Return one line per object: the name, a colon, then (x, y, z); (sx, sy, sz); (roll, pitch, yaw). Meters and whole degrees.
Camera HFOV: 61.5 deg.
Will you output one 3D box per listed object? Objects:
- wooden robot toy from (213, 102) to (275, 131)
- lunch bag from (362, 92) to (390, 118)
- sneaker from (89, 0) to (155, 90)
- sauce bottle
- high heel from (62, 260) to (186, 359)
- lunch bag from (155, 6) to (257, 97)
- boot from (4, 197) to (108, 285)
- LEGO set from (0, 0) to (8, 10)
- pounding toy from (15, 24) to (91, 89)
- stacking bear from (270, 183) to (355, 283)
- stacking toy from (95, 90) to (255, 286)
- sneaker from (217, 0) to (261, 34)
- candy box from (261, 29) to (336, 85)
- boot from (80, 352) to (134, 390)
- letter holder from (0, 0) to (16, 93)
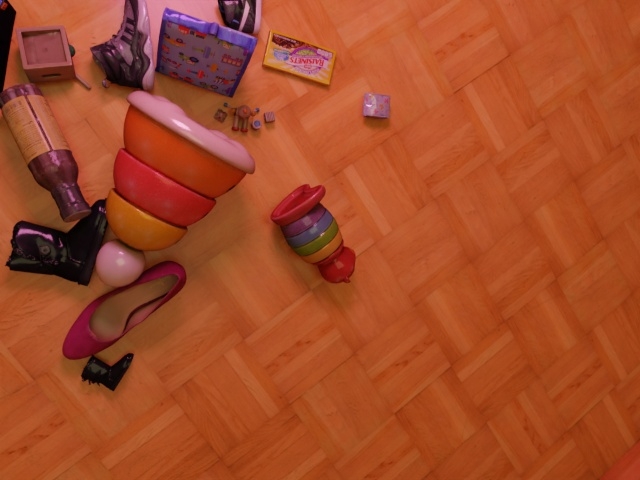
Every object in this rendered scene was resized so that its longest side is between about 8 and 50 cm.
wooden robot toy: (-0.208, -0.347, 1.511); (0.173, 0.079, 0.076); (5, 91, -17)
lunch bag: (0.166, -0.410, 1.640); (0.083, 0.053, 0.071); (0, 95, -27)
sneaker: (-0.518, -0.524, 1.392); (0.153, 0.101, 0.268); (-7, 97, -20)
sauce bottle: (-0.672, -0.210, 1.324); (0.111, 0.111, 0.344); (-25, 86, -15)
high heel: (-0.513, 0.181, 1.388); (0.377, 0.181, 0.127); (-44, 104, -11)
lunch bag: (-0.293, -0.488, 1.365); (0.221, 0.293, 0.138); (15, 88, -18)
boot: (-0.666, -0.017, 1.375); (0.207, 0.094, 0.246); (18, 93, -21)
LEGO set: (-0.818, -0.510, 1.183); (0.244, 0.060, 0.182); (-26, 98, 0)
pounding toy: (-0.672, -0.456, 1.363); (0.141, 0.100, 0.130); (-12, 82, -19)
stacking bear: (0.000, 0.000, 1.560); (0.164, 0.175, 0.289); (-41, 111, -14)
stacking toy: (-0.418, -0.096, 1.358); (0.351, 0.350, 0.480); (30, 95, -17)
sneaker: (-0.224, -0.690, 1.488); (0.121, 0.079, 0.216); (0, 94, -19)
candy box: (-0.061, -0.533, 1.575); (0.206, 0.027, 0.105); (12, 92, -17)
boot: (-0.575, 0.340, 1.450); (0.099, 0.045, 0.121); (32, 87, -16)
letter holder: (-0.874, -0.447, 1.262); (0.214, 0.152, 0.301); (10, 90, -16)
